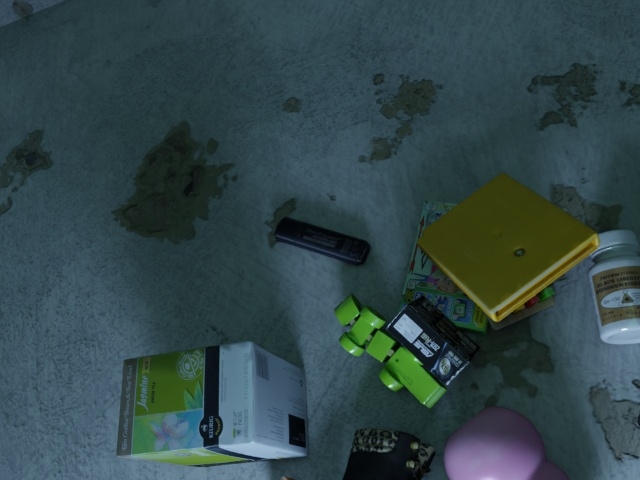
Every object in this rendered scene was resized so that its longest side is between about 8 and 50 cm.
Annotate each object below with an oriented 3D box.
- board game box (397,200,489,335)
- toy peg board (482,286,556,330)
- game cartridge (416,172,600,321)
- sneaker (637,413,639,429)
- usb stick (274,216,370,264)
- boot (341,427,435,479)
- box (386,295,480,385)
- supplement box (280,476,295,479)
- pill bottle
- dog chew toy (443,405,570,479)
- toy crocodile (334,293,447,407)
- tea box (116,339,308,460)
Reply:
[{"bbox_3d":[0.331,0.060,1.537,0.214,0.046,0.317,7,70,24],"label":"board game box"},{"bbox_3d":[0.438,0.097,1.424,0.161,0.079,0.161,-22,72,-7],"label":"toy peg board"},{"bbox_3d":[0.410,0.002,1.421,0.285,0.052,0.323,-36,37,-2],"label":"game cartridge"},{"bbox_3d":[0.694,0.397,1.239,0.106,0.101,0.267,1,67,45],"label":"sneaker"},{"bbox_3d":[0.000,0.000,1.686,0.278,0.045,0.077,17,67,26],"label":"usb stick"},{"bbox_3d":[0.186,0.553,1.275,0.378,0.138,0.284,2,49,27],"label":"boot"},{"bbox_3d":[0.255,0.220,1.402,0.180,0.147,0.077,43,109,14],"label":"box"},{"bbox_3d":[-0.019,0.639,1.386,0.080,0.078,0.233,-45,61,-7],"label":"supplement box"},{"bbox_3d":[0.655,0.099,1.350,0.131,0.131,0.229,-9,64,17],"label":"pill bottle"},{"bbox_3d":[0.401,0.498,1.233,0.207,0.206,0.332,-40,68,0],"label":"dog chew toy"},{"bbox_3d":[0.159,0.257,1.485,0.341,0.105,0.115,39,100,27],"label":"toy crocodile"},{"bbox_3d":[-0.234,0.390,1.431,0.324,0.329,0.219,-12,64,14],"label":"tea box"}]
